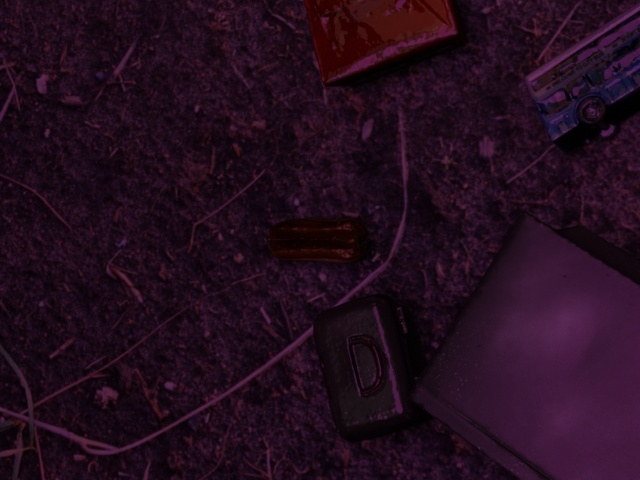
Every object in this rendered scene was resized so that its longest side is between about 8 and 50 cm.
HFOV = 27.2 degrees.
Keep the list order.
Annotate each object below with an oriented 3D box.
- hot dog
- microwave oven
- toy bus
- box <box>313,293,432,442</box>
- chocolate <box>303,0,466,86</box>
[{"bbox_3d":[0.000,0.000,2.119,0.188,0.055,0.072,2,86,26],"label":"hot dog"},{"bbox_3d":[0.403,0.203,1.794,0.432,0.236,0.374,35,98,25],"label":"microwave oven"},{"bbox_3d":[0.448,-0.253,1.917,0.297,0.106,0.131,-32,68,16],"label":"toy bus"},{"bbox_3d":[0.084,0.194,2.009,0.148,0.129,0.210,-19,74,22],"label":"box"},{"bbox_3d":[0.099,-0.377,2.100,0.237,0.108,0.234,-19,74,21],"label":"chocolate"}]
